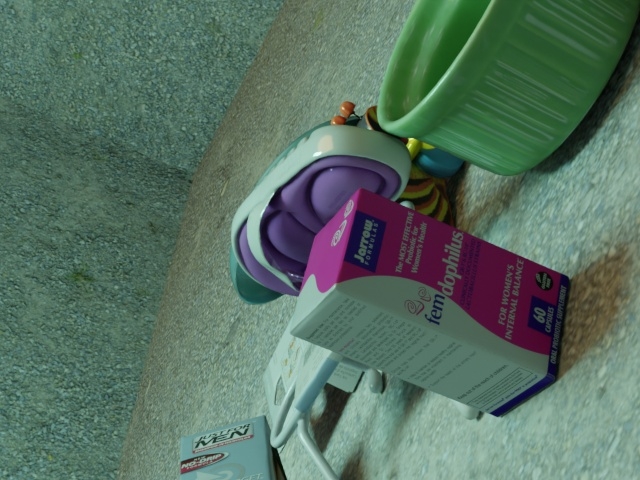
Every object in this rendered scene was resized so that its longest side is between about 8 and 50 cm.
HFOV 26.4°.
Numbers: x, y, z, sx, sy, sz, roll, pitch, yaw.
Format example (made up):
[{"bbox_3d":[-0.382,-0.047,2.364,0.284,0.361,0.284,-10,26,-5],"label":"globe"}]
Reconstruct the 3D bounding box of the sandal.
[{"bbox_3d":[-0.015,-0.003,1.574,0.416,0.169,0.102,115,166,-63],"label":"sandal"}]

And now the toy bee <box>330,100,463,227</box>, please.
[{"bbox_3d":[0.085,-0.098,1.710,0.298,0.162,0.195,-100,33,-66],"label":"toy bee"}]

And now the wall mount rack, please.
[{"bbox_3d":[0.064,0.145,1.492,0.304,0.130,0.350,-82,18,-58],"label":"wall mount rack"}]

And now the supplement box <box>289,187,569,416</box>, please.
[{"bbox_3d":[0.099,0.059,1.238,0.114,0.220,0.111,131,157,-56],"label":"supplement box"}]

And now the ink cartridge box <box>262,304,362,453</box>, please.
[{"bbox_3d":[0.003,0.144,1.873,0.275,0.060,0.239,-113,46,-72],"label":"ink cartridge box"}]

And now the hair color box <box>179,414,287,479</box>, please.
[{"bbox_3d":[-0.079,0.368,1.511,0.374,0.114,0.185,-105,-1,-69],"label":"hair color box"}]

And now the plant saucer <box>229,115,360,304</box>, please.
[{"bbox_3d":[-0.028,-0.050,1.957,0.317,0.044,0.317,-44,-23,-24],"label":"plant saucer"}]

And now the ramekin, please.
[{"bbox_3d":[0.198,-0.215,1.413,0.303,0.148,0.303,-57,14,23],"label":"ramekin"}]
